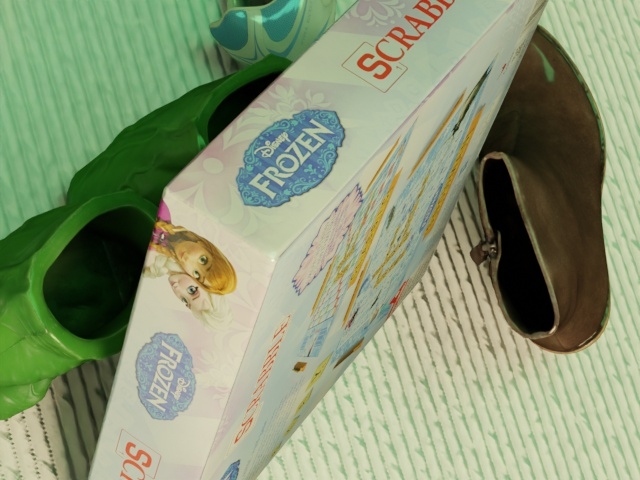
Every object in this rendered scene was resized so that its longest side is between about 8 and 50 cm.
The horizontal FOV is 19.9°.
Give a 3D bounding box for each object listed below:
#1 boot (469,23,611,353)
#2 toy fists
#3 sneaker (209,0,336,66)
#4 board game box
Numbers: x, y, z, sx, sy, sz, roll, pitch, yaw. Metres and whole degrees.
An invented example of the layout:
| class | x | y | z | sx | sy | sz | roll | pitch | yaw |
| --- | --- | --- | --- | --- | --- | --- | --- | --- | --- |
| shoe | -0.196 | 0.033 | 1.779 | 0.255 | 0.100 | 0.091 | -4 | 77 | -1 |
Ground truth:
| class | x | y | z | sx | sy | sz | roll | pitch | yaw |
| --- | --- | --- | --- | --- | --- | --- | --- | --- | --- |
| boot | 0.141 | -0.048 | 1.221 | 0.207 | 0.090 | 0.248 | 19 | 58 | -73 |
| toy fists | -0.111 | -0.001 | 1.046 | 0.096 | 0.142 | 0.279 | 56 | 49 | -15 |
| sneaker | -0.025 | -0.221 | 1.241 | 0.086 | 0.085 | 0.237 | 28 | 54 | -36 |
| board game box | 0.000 | 0.000 | 1.012 | 0.066 | 0.318 | 0.318 | 33 | 49 | 11 |
